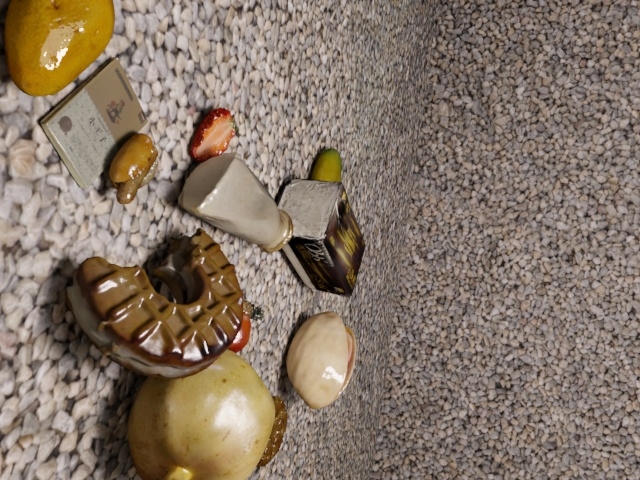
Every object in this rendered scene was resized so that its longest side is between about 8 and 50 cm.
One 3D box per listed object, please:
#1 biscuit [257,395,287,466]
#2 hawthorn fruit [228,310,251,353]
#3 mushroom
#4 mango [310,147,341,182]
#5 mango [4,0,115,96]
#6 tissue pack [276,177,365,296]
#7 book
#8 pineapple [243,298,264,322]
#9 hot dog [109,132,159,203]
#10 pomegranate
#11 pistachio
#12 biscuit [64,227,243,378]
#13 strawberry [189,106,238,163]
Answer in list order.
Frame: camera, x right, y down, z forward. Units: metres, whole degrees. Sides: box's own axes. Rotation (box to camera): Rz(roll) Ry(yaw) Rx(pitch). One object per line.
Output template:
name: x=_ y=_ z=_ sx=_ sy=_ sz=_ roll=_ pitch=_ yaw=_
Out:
biscuit: x=-0.161 y=0.589 z=1.739 sx=0.226 sy=0.042 sz=0.226 roll=9 pitch=90 yaw=-66
hawthorn fruit: x=-0.226 y=0.210 z=1.336 sx=0.138 sy=0.132 sz=0.133 roll=-42 pitch=136 yaw=-71
mushroom: x=-0.186 y=-0.082 z=1.329 sx=0.407 sy=0.137 sz=0.154 roll=38 pitch=51 yaw=-67
mango: x=0.016 y=-0.197 z=1.832 sx=0.137 sy=0.091 sz=0.238 roll=34 pitch=60 yaw=-71
mango: x=-0.378 y=-0.310 z=0.821 sx=0.147 sy=0.109 sz=0.227 roll=48 pitch=56 yaw=-67
tissue pack: x=0.000 y=0.000 z=1.715 sx=0.370 sy=0.198 sz=0.210 roll=63 pitch=37 yaw=-55
book: x=-0.381 y=-0.204 z=0.971 sx=0.138 sy=0.016 sz=0.199 roll=75 pitch=32 yaw=-44
pineapple: x=-0.196 y=0.188 z=1.485 sx=0.159 sy=0.074 sz=0.074 roll=28 pitch=72 yaw=-71
hot dog: x=-0.338 y=-0.130 z=1.021 sx=0.090 sy=0.060 sz=0.140 roll=98 pitch=16 yaw=-48
pomegranate: x=-0.247 y=0.381 z=1.147 sx=0.319 sy=0.319 sz=0.319 roll=8 pitch=90 yaw=-67
pistachio: x=0.005 y=0.392 z=1.825 sx=0.230 sy=0.229 sz=0.309 roll=66 pitch=39 yaw=-52
biscuit: x=-0.278 y=0.121 z=1.060 sx=0.268 sy=0.115 sz=0.366 roll=53 pitch=30 yaw=3
strawberry: x=-0.242 y=-0.236 z=1.258 sx=0.152 sy=0.048 sz=0.104 roll=-47 pitch=149 yaw=-32
